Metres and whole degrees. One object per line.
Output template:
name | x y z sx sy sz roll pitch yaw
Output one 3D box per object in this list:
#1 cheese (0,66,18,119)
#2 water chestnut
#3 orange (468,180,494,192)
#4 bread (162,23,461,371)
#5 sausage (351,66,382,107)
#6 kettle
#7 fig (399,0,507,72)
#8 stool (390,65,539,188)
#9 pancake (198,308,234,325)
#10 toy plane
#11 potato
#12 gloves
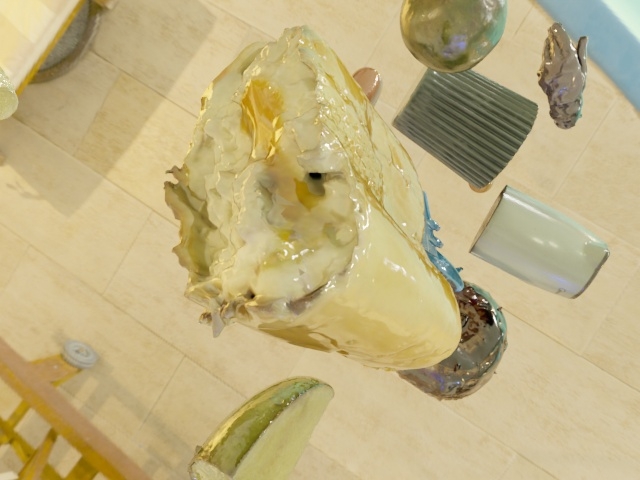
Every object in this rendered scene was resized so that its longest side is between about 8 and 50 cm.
cheese | -0.654 -0.292 1.056 0.167 0.123 0.093 46 136 33
water chestnut | 0.298 0.242 1.362 0.300 0.300 0.299 0 89 10
orange | 0.521 -0.194 1.816 0.085 0.085 0.085 0 89 10
bread | 0.000 0.000 0.692 0.250 0.394 0.361 -24 54 21
sausage | 0.096 -0.409 1.790 0.121 0.121 0.304 25 72 10
kettle | 0.444 0.022 1.164 0.237 0.221 0.161 28 65 10
fig | 0.253 -0.395 1.002 0.195 0.245 0.195 3 95 39
stool | 0.407 -0.359 1.646 0.330 0.297 0.297 31 94 -4
pancake | -0.115 0.141 1.276 0.245 0.266 0.057 16 131 26
toy plane | 0.206 0.019 1.218 0.271 0.105 0.254 38 126 24
potato | -0.086 0.322 0.928 0.112 0.269 0.255 24 49 25
gloves | 0.664 -0.447 1.523 0.142 0.119 0.285 -13 103 20
